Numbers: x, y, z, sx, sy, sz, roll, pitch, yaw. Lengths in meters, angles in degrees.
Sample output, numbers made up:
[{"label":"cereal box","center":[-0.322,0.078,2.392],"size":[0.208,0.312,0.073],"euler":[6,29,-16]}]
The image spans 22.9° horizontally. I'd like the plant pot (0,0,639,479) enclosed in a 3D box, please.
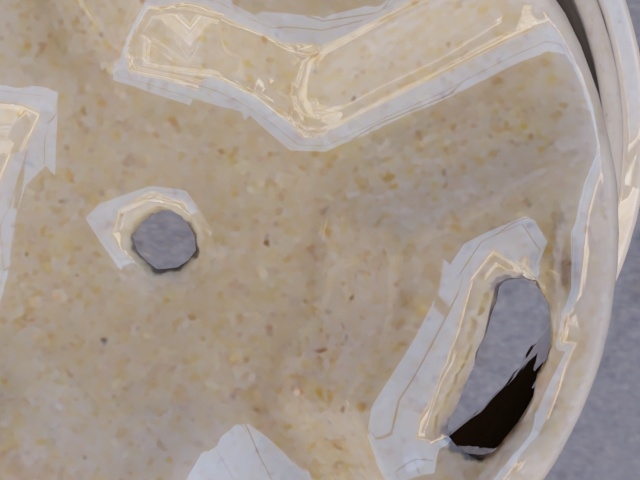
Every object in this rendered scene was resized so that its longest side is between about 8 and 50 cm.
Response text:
[{"label":"plant pot","center":[-0.036,-0.019,0.522],"size":[0.334,0.305,0.333],"euler":[0,99,2]}]
